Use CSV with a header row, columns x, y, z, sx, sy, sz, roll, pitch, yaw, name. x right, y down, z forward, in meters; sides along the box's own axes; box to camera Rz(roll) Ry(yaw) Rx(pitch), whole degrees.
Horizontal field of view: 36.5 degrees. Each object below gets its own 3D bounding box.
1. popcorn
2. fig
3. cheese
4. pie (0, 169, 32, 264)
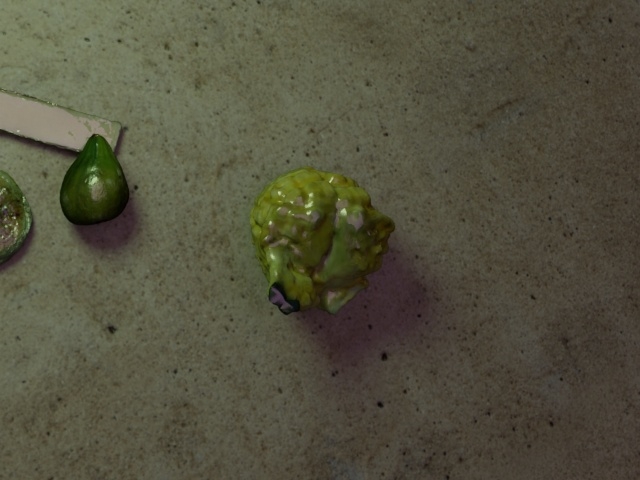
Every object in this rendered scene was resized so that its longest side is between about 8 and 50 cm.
x,y,z,sx,sy,sz,roll,pitch,yaw,name
-0.003,-0.001,1.800,0.292,0.237,0.293,1,85,-18,popcorn
-0.402,-0.108,1.716,0.123,0.123,0.156,-9,107,-19,fig
-0.555,-0.227,1.720,0.400,0.034,0.085,15,82,-19,cheese
-0.600,-0.039,1.699,0.186,0.041,0.187,0,89,-18,pie
